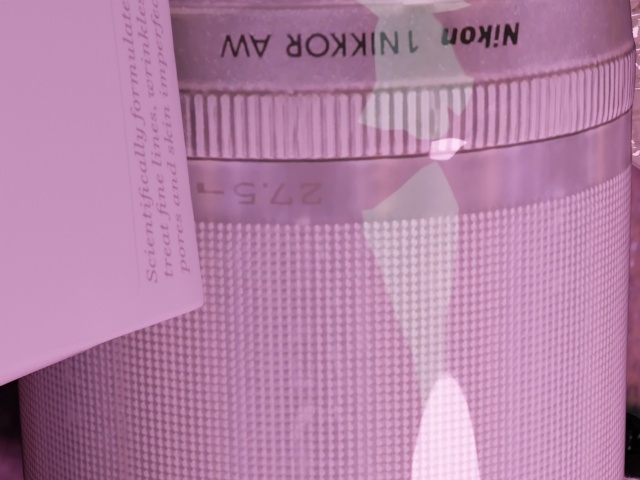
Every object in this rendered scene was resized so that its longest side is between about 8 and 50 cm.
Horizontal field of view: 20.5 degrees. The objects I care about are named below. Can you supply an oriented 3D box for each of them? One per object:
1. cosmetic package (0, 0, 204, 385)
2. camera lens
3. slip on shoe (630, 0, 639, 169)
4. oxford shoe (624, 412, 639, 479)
[{"bbox_3d":[-0.152,-0.037,0.481,0.151,0.184,0.151,-20,105,-63],"label":"cosmetic package"},{"bbox_3d":[0.000,0.000,0.629,0.219,0.219,0.274,-11,107,-35],"label":"camera lens"},{"bbox_3d":[0.213,-0.081,0.858,0.331,0.101,0.123,27,118,-27],"label":"slip on shoe"},{"bbox_3d":[0.105,0.131,0.843,0.227,0.083,0.096,2,118,-37],"label":"oxford shoe"}]
